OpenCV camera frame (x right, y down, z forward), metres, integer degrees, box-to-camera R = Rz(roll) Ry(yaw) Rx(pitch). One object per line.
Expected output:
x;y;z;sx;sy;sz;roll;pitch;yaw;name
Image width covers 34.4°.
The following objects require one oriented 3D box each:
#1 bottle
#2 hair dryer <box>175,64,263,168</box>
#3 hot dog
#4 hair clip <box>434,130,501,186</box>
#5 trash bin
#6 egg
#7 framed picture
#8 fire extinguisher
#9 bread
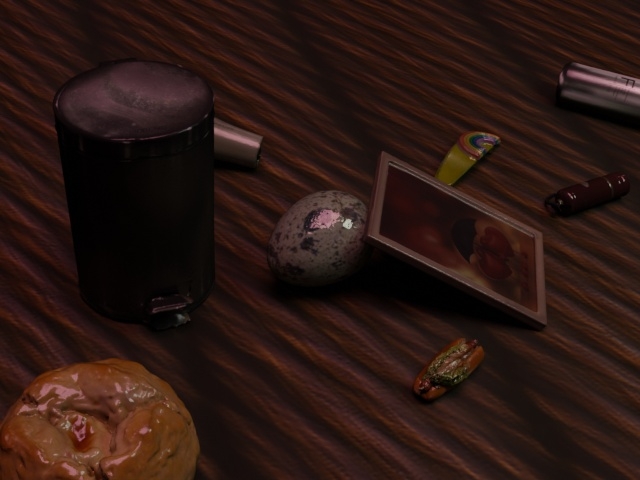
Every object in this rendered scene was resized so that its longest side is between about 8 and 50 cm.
0.557;-0.252;1.882;0.253;0.079;0.096;18;79;15;bottle
-0.211;-0.210;1.746;0.295;0.119;0.298;28;32;16;hair dryer
0.170;0.166;1.361;0.056;0.041;0.133;31;46;28;hot dog
0.244;-0.144;1.748;0.060;0.033;0.188;24;43;22;hair clip
-0.241;-0.064;1.393;0.202;0.302;0.252;-12;40;-18;trash bin
0.000;0.000;1.472;0.172;0.132;0.132;-27;49;-23;egg
0.201;-0.004;1.502;0.289;0.020;0.211;26;38;-11;framed picture
0.426;-0.074;1.681;0.157;0.045;0.078;-18;17;-24;fire extinguisher
-0.254;0.229;1.170;0.244;0.134;0.245;3;43;-3;bread
